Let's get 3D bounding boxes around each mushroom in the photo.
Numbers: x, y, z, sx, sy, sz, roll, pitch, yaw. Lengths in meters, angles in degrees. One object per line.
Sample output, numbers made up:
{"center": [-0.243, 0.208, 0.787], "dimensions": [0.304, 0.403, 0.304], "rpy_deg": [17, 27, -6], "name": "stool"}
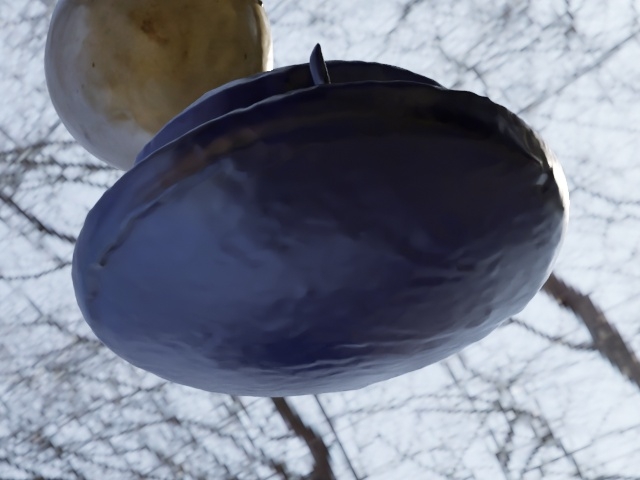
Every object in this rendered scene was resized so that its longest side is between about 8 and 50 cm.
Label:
{"center": [-0.128, -0.153, 1.378], "dimensions": [0.215, 0.207, 0.207], "rpy_deg": [21, -132, -69], "name": "mushroom"}

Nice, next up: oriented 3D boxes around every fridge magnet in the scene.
{"center": [0.000, 0.000, 0.835], "dimensions": [0.265, 0.265, 0.113], "rpy_deg": [12, -131, -32], "name": "fridge magnet"}
